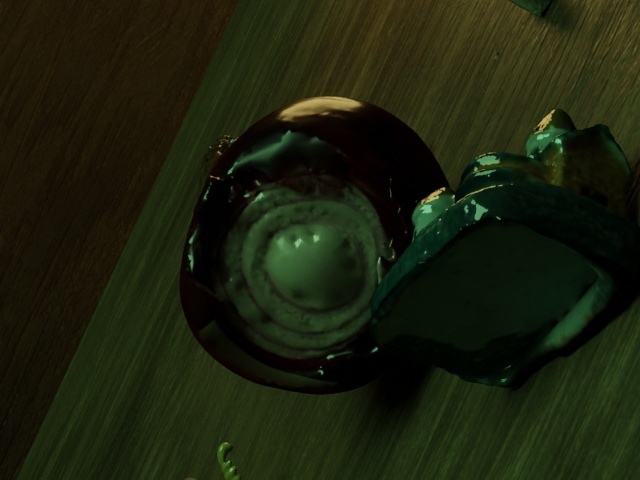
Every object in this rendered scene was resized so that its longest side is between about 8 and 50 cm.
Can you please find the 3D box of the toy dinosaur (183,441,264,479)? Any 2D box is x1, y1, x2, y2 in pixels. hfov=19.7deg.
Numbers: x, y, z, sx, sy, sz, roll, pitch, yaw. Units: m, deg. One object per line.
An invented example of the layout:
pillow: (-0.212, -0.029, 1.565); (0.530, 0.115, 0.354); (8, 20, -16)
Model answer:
toy dinosaur: (-0.156, 0.359, 2.264); (0.152, 0.177, 0.194); (-51, 19, 36)

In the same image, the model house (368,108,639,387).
model house: (0.188, -0.030, 1.800); (0.253, 0.184, 0.291); (-53, 15, 47)

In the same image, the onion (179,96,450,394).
onion: (0.008, 0.000, 2.097); (0.341, 0.341, 0.341); (-55, 19, 29)

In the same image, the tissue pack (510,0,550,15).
tissue pack: (0.240, -0.306, 2.220); (0.042, 0.062, 0.083); (-57, 18, 10)
